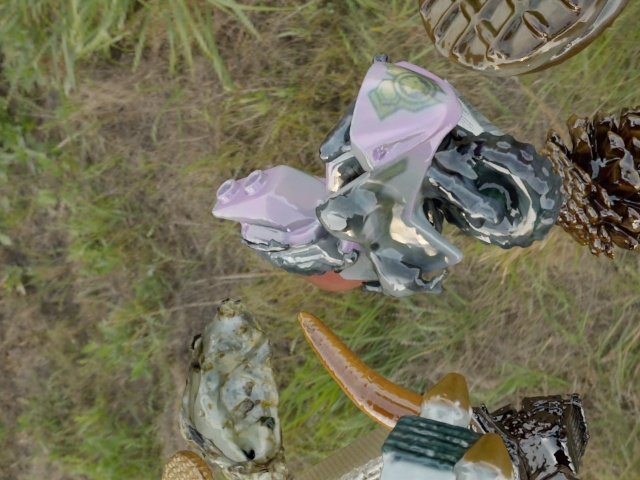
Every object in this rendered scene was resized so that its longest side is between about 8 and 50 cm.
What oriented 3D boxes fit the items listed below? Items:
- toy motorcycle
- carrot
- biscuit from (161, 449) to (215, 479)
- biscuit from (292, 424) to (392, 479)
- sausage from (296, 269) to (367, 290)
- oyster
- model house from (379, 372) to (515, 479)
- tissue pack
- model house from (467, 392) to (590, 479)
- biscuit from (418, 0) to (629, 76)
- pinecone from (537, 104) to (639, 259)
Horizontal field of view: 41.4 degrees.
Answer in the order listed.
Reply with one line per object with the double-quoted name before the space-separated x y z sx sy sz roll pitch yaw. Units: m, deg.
"toy motorcycle" 0.030 -0.050 0.714 0.327 0.143 0.188 -11 132 44
"carrot" 0.061 0.189 1.123 0.271 0.062 0.066 32 106 18
"biscuit" -0.237 0.512 1.564 0.254 0.035 0.254 1 91 57
"biscuit" 0.064 0.456 1.639 0.078 0.144 0.426 45 128 -5
"sausage" 0.000 0.000 1.500 0.152 0.280 0.152 -15 60 28
"oyster" -0.120 0.227 1.241 0.166 0.294 0.094 10 144 -7
"model house" 0.156 0.295 0.949 0.190 0.271 0.300 7 64 23
"tissue pack" 0.209 -0.148 1.271 0.193 0.026 0.122 56 139 41
"model house" 0.326 0.329 1.285 0.141 0.164 0.203 27 132 56
"biscuit" 0.267 -0.368 1.103 0.332 0.103 0.332 -15 68 41
"pinecone" 0.309 -0.067 0.889 0.174 0.173 0.173 7 108 24
